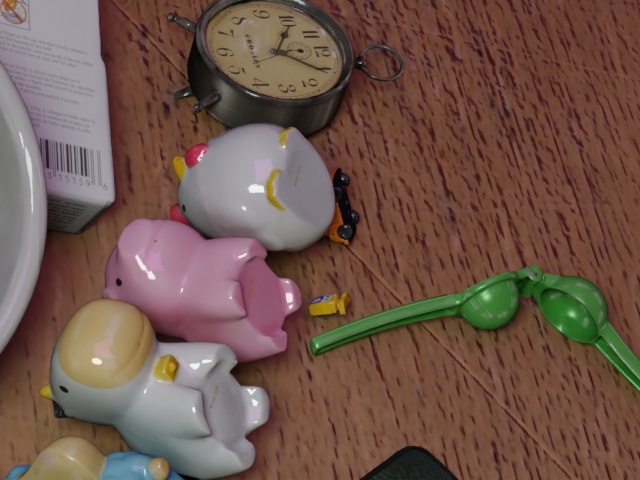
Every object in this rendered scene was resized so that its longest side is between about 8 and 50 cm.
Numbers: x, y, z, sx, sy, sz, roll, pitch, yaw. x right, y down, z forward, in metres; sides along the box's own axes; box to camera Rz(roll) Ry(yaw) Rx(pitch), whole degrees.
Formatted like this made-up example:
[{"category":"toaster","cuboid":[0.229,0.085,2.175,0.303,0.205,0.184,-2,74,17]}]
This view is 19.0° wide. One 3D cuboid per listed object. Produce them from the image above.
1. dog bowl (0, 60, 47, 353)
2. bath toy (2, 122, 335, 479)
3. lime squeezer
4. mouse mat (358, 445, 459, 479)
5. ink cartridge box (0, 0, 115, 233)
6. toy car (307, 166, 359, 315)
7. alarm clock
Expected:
[{"category":"dog bowl","cuboid":[-0.329,-0.024,1.201,0.349,0.102,0.348,5,81,-35]},{"category":"bath toy","cuboid":[-0.101,0.051,1.327,0.151,0.129,0.348,53,41,-31]},{"category":"lime squeezer","cuboid":[0.148,0.071,1.437,0.310,0.059,0.110,14,78,-7]},{"category":"mouse mat","cuboid":[0.080,0.234,1.295,0.190,0.007,0.152,43,52,19]},{"category":"ink cartridge box","cuboid":[-0.287,-0.143,1.383,0.275,0.060,0.239,12,58,-33]},{"category":"toy car","cuboid":[0.000,0.000,1.441,0.040,0.060,0.122,-9,38,17]},{"category":"alarm clock","cuboid":[-0.023,-0.140,1.546,0.192,0.064,0.129,-4,52,-17]}]
